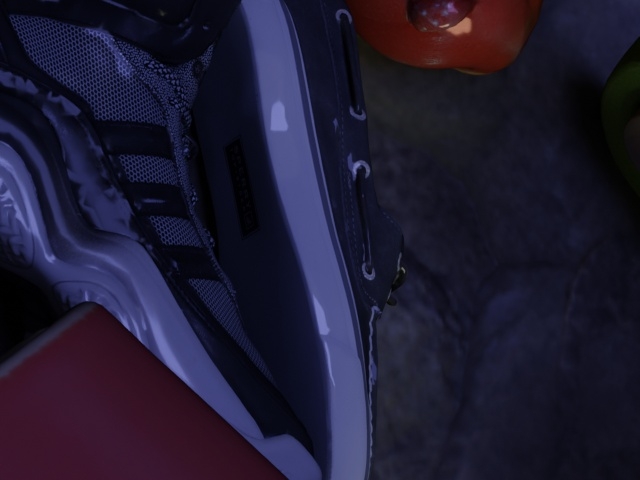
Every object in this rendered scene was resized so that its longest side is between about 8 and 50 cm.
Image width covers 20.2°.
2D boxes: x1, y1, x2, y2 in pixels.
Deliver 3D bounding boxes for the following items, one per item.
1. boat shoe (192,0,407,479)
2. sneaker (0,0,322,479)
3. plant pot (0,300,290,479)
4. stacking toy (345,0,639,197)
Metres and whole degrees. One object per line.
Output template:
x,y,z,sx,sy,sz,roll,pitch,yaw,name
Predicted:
0.000,0.000,0.746,0.076,0.080,0.228,-5,77,-33,boat shoe
-0.063,-0.028,0.677,0.268,0.101,0.153,49,63,-11,sneaker
-0.080,0.171,0.560,0.275,0.275,0.243,-37,95,-33,plant pot
0.155,-0.065,0.745,0.130,0.309,0.279,-43,117,-24,stacking toy
